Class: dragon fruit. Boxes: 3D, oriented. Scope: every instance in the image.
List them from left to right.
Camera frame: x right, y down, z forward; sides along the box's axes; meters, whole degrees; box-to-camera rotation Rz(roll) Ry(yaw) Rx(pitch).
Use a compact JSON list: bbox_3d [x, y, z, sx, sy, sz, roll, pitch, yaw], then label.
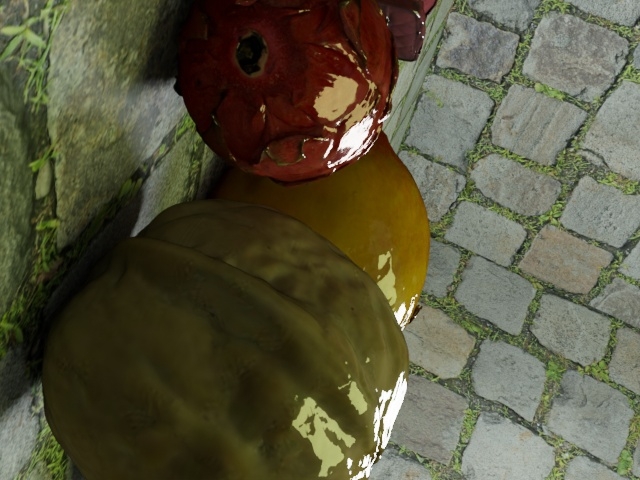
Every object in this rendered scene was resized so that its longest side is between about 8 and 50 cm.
[{"bbox_3d":[-0.031,-0.172,0.954,0.252,0.241,0.241,-36,153,-52],"label":"dragon fruit"}]

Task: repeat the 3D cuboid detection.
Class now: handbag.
[{"bbox_3d":[0.124,-0.408,1.617,0.225,0.147,0.135,84,27,-76],"label":"handbag"}]

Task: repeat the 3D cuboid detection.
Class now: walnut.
[{"bbox_3d":[-0.094,0.137,0.986,0.381,0.381,0.381,-63,173,-14],"label":"walnut"}]

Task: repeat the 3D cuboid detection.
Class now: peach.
[{"bbox_3d":[0.000,-0.001,1.357,0.290,0.373,0.372,-94,-154,-72],"label":"peach"}]
